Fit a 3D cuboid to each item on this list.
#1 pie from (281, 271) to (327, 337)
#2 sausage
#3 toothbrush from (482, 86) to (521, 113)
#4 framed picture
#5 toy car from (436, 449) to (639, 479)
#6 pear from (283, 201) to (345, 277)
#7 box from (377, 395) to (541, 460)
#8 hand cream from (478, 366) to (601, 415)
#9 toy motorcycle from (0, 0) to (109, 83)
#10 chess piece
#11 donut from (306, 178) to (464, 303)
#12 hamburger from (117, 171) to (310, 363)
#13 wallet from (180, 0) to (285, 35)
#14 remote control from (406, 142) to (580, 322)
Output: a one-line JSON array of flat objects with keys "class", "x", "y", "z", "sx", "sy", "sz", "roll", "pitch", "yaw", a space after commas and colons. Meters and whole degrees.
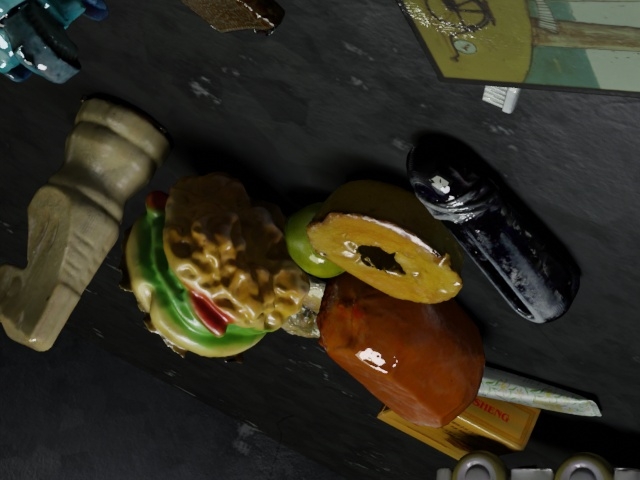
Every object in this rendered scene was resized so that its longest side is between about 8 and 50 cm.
[{"class": "pie", "x": -0.020, "y": 0.086, "z": 1.624, "sx": 0.218, "sy": 0.052, "sz": 0.185, "roll": 9, "pitch": 150, "yaw": 38}, {"class": "sausage", "x": 0.108, "y": 0.131, "z": 1.417, "sx": 0.153, "sy": 0.141, "sz": 0.268, "roll": 7, "pitch": 150, "yaw": 48}, {"class": "toothbrush", "x": 0.144, "y": -0.170, "z": 0.739, "sx": 0.030, "sy": 0.025, "sz": 0.342, "roll": 23, "pitch": 162, "yaw": 8}, {"class": "framed picture", "x": 0.183, "y": -0.154, "z": 0.684, "sx": 0.324, "sy": 0.013, "sz": 0.244, "roll": 10, "pitch": 159, "yaw": 30}, {"class": "toy car", "x": 0.346, "y": 0.434, "z": 1.650, "sx": 0.336, "sy": 0.226, "sz": 0.242, "roll": -4, "pitch": 162, "yaw": 30}, {"class": "pear", "x": 0.000, "y": 0.000, "z": 1.305, "sx": 0.097, "sy": 0.092, "sz": 0.092, "roll": 15, "pitch": 158, "yaw": 31}, {"class": "box", "x": 0.209, "y": 0.271, "z": 1.767, "sx": 0.174, "sy": 0.076, "sz": 0.274, "roll": 29, "pitch": 162, "yaw": -3}, {"class": "hand cream", "x": 0.288, "y": 0.211, "z": 1.549, "sx": 0.195, "sy": 0.042, "sz": 0.067, "roll": 12, "pitch": 156, "yaw": 28}, {"class": "toy motorcycle", "x": -0.290, "y": -0.247, "z": 0.917, "sx": 0.260, "sy": 0.154, "sz": 0.206, "roll": 50, "pitch": -171, "yaw": -40}, {"class": "chess piece", "x": -0.296, "y": -0.016, "z": 1.338, "sx": 0.137, "sy": 0.300, "sz": 0.137, "roll": 23, "pitch": 163, "yaw": 7}, {"class": "donut", "x": 0.077, "y": -0.001, "z": 1.208, "sx": 0.178, "sy": 0.065, "sz": 0.162, "roll": 33, "pitch": 153, "yaw": -22}, {"class": "hamburger", "x": -0.117, "y": 0.018, "z": 1.345, "sx": 0.237, "sy": 0.237, "sz": 0.149, "roll": 35, "pitch": 126, "yaw": -23}, {"class": "wallet", "x": -0.141, "y": -0.250, "z": 0.890, "sx": 0.243, "sy": 0.039, "sz": 0.133, "roll": 39, "pitch": 169, "yaw": -25}, {"class": "remote control", "x": 0.166, "y": 0.000, "z": 1.100, "sx": 0.090, "sy": 0.066, "sz": 0.266, "roll": 1, "pitch": 149, "yaw": 46}]
